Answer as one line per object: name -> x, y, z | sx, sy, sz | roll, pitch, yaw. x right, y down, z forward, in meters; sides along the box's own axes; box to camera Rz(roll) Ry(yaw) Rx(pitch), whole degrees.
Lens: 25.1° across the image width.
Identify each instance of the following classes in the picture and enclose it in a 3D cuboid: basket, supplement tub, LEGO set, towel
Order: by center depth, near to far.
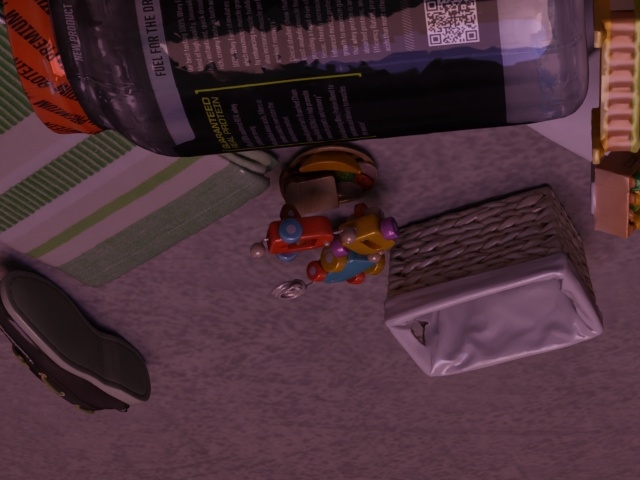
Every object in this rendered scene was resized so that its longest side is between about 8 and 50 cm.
LEGO set -> 0.216, -0.143, 0.859 | 0.107, 0.287, 0.132 | 0, -177, 10
supplement tub -> -0.011, -0.162, 0.896 | 0.338, 0.207, 0.207 | -5, 143, 8
towel -> -0.227, -0.078, 1.155 | 0.248, 0.038, 0.325 | -28, 137, 34
basket -> 0.148, 0.036, 1.257 | 0.167, 0.103, 0.113 | -17, 140, 20

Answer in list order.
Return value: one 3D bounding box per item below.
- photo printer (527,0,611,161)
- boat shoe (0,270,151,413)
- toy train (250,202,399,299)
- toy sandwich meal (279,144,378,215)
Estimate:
photo printer -> 0.314, -0.152, 1.001 | 0.256, 0.107, 0.307 | 23, 137, -29
boat shoe -> -0.248, 0.105, 1.361 | 0.069, 0.081, 0.228 | -21, 142, 19
toy train -> 0.000, 0.000, 1.219 | 0.125, 0.046, 0.166 | -10, 162, -5
toy sandwich meal -> 0.007, -0.048, 1.202 | 0.086, 0.029, 0.085 | 0, 144, 0
